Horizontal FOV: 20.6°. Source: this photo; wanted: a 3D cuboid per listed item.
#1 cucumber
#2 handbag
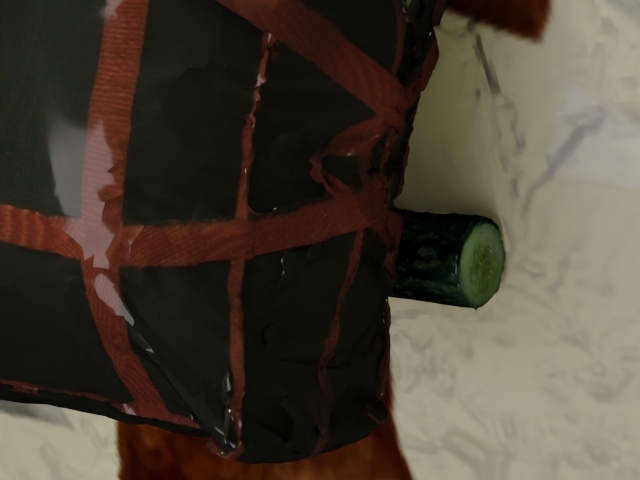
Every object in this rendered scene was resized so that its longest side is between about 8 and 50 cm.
[{"bbox_3d":[0.000,0.000,0.616,0.133,0.032,0.032,8,118,35],"label":"cucumber"},{"bbox_3d":[-0.049,-0.045,0.540,0.169,0.155,0.215,13,100,34],"label":"handbag"}]
